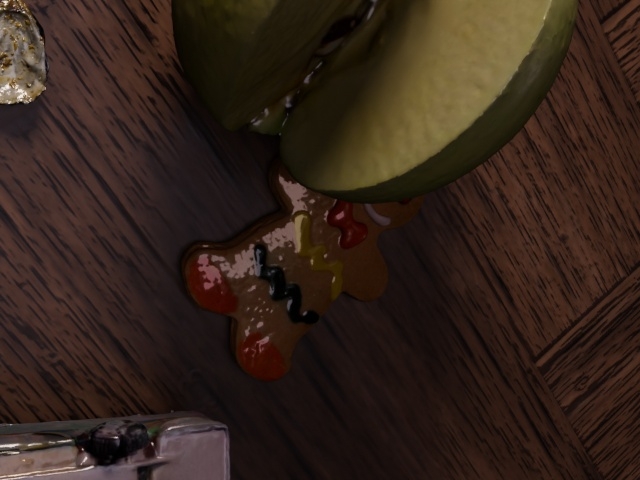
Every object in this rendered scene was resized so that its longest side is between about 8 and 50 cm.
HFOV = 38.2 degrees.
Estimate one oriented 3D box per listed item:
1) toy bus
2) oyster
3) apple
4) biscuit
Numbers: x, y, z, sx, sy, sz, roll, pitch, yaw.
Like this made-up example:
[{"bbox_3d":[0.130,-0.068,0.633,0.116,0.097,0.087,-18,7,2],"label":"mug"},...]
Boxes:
[{"bbox_3d":[-0.232,0.185,0.692,0.316,0.138,0.113,2,92,-24],"label":"toy bus"},{"bbox_3d":[-0.234,-0.144,0.699,0.054,0.019,0.083,-1,101,-23],"label":"oyster"},{"bbox_3d":[0.033,-0.171,0.675,0.292,0.292,0.254,33,107,-25],"label":"apple"},{"bbox_3d":[0.000,0.000,0.822,0.250,0.036,0.165,-40,113,-14],"label":"biscuit"}]
